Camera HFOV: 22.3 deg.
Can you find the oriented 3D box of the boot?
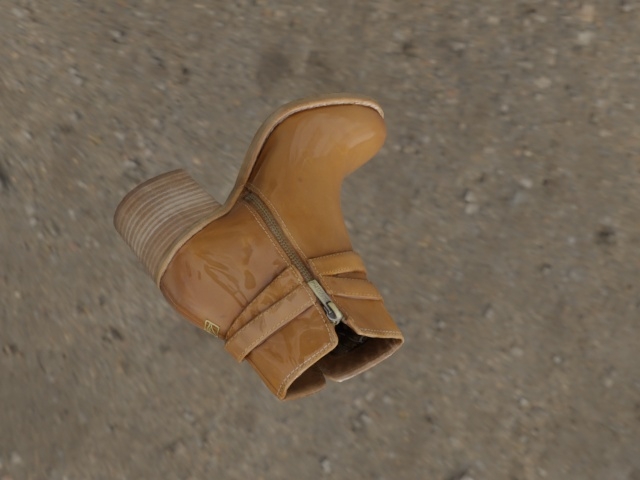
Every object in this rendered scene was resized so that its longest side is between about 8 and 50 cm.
[{"bbox_3d":[0.000,0.000,1.327,0.283,0.220,0.109,-24,148,-38],"label":"boot"}]
